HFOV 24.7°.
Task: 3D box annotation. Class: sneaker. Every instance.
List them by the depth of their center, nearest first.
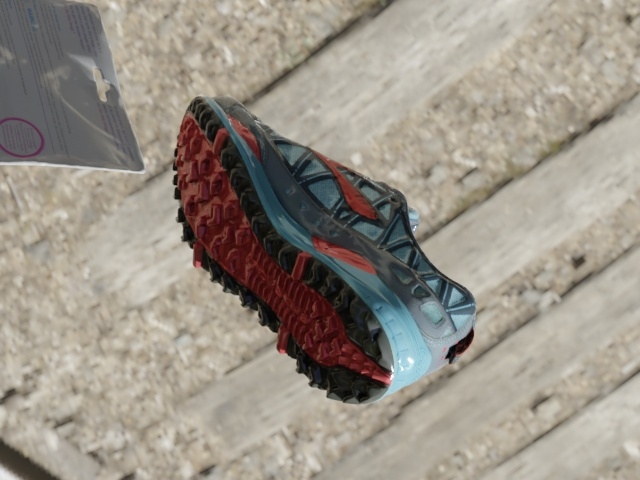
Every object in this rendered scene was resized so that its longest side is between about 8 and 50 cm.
[{"bbox_3d":[0.000,0.000,0.950,0.125,0.262,0.104,-12,140,-37],"label":"sneaker"}]

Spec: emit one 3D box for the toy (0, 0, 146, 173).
[{"bbox_3d":[-0.227,-0.080,0.798,0.237,0.137,0.056,4,140,-32],"label":"toy"}]
